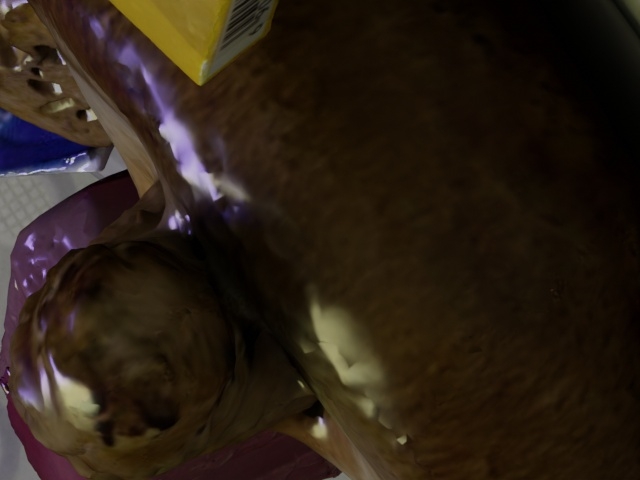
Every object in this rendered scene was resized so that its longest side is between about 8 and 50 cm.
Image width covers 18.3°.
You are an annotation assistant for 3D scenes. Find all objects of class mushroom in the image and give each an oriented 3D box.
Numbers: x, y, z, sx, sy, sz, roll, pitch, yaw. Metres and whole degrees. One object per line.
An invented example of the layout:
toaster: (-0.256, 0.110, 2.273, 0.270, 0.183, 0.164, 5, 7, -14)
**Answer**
mushroom: (0.022, -0.013, 0.766, 0.345, 0.239, 0.345, -13, -90, -80)

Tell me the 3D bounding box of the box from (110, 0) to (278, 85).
box: (-0.050, -0.165, 0.511, 0.152, 0.043, 0.269, 43, 152, 9)

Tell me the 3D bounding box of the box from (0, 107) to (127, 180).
box: (-0.078, -0.086, 1.152, 0.206, 0.291, 0.262, 44, -175, -45)

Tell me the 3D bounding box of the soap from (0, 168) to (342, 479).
soap: (-0.024, 0.044, 1.041, 0.127, 0.325, 0.220, 49, 141, 26)

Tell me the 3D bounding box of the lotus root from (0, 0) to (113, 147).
lotus root: (-0.116, -0.197, 0.976, 0.193, 0.193, 0.291, 60, -158, -59)
